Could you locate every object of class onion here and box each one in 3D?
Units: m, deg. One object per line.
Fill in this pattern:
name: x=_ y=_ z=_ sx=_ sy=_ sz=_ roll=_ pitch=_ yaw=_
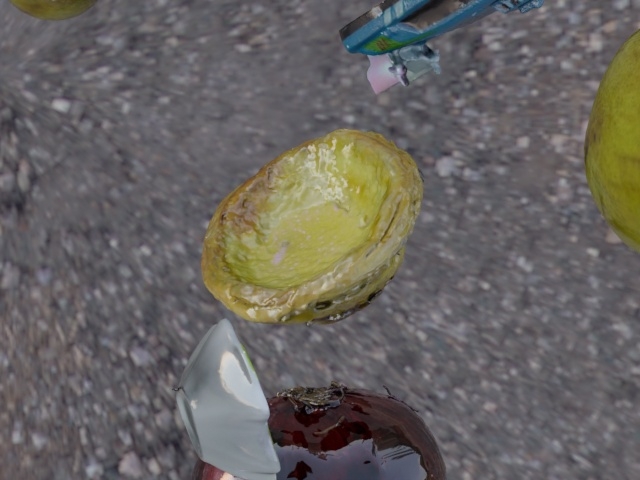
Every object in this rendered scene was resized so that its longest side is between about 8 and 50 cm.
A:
onion: x=-0.002 y=0.256 z=1.540 sx=0.281 sy=0.221 sz=0.281 roll=1 pitch=88 yaw=-42

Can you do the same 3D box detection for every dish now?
dish: x=-0.057 y=0.091 z=0.842 sx=0.039 sy=0.137 sz=0.091 roll=-22 pitch=71 yaw=-11

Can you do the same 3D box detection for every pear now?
pear: x=0.255 y=-0.060 z=0.929 sx=0.200 sy=0.200 sz=0.200 roll=-1 pitch=96 yaw=-12

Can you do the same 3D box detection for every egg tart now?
egg tart: x=0.000 y=0.000 z=1.730 sx=0.294 sy=0.294 sz=0.123 roll=-39 pitch=125 yaw=-6

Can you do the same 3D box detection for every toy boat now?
toy boat: x=0.156 y=-0.237 z=1.479 sx=0.134 sy=0.299 sz=0.092 roll=-28 pitch=92 yaw=-44

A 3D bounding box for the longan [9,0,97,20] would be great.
longan: x=-0.286 y=-0.322 z=1.726 sx=0.176 sy=0.145 sz=0.155 roll=3 pitch=85 yaw=10
